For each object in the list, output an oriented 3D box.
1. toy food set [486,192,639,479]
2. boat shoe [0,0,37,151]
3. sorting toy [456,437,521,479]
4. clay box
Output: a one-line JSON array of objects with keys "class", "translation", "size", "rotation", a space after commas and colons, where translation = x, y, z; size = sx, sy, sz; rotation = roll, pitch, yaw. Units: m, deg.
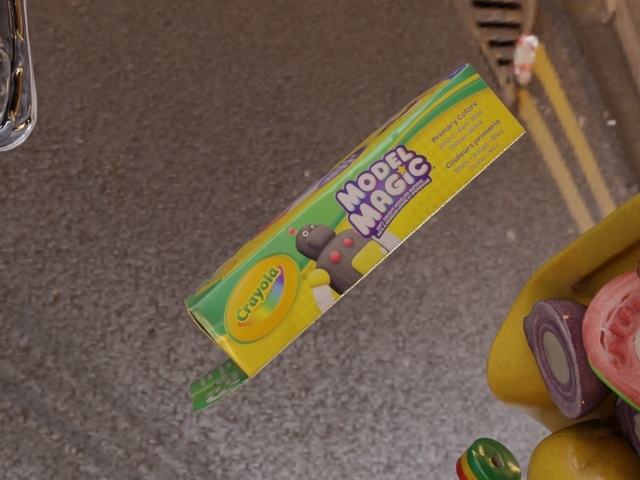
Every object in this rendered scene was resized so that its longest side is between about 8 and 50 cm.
[{"class": "toy food set", "translation": [0.110, 0.053, 0.312], "size": [0.071, 0.218, 0.128], "rotation": [-33, 80, -28]}, {"class": "boat shoe", "translation": [-0.202, -0.144, 0.612], "size": [0.083, 0.065, 0.183], "rotation": [-167, -115, -84]}, {"class": "sorting toy", "translation": [0.210, 0.267, 0.797], "size": [0.132, 0.046, 0.274], "rotation": [0, 46, -41]}, {"class": "clay box", "translation": [0.000, 0.000, 0.593], "size": [0.222, 0.127, 0.053], "rotation": [-41, 94, -7]}]
